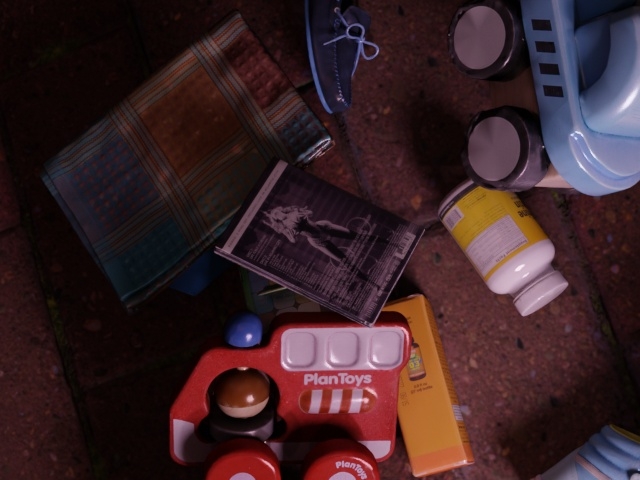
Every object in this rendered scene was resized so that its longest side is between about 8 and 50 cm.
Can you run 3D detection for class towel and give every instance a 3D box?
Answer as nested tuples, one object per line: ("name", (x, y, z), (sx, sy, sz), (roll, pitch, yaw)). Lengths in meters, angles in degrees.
("towel", (-0.191, -0.113, 1.936), (0.370, 0.040, 0.271), (-39, 66, 8))

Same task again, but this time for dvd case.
("dvd case", (0.000, 0.000, 1.796), (0.221, 0.018, 0.164), (26, 57, 7))

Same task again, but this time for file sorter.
("file sorter", (-0.164, -0.022, 1.987), (0.170, 0.118, 0.104), (-41, 69, 8))

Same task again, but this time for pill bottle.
("pill bottle", (0.242, 0.004, 1.864), (0.103, 0.103, 0.184), (-37, 74, 9))

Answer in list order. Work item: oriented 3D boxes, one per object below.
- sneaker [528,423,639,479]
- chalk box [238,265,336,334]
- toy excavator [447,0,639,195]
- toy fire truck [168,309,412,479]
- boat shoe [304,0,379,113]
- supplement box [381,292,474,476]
("sneaker", (0.421, 0.363, 1.750), (0.208, 0.127, 0.319), (-46, 73, 8))
("chalk box", (-0.024, 0.062, 1.879), (0.132, 0.213, 0.132), (-14, 77, 13))
("toy excavator", (0.389, -0.287, 1.710), (0.445, 0.222, 0.432), (-15, 79, 41))
("toy fire truck", (-0.042, 0.199, 1.814), (0.302, 0.169, 0.253), (1, 116, -4))
("boat shoe", (0.028, -0.308, 1.974), (0.089, 0.109, 0.258), (-7, 83, 13))
("supplement box", (0.135, 0.192, 1.886), (0.078, 0.080, 0.233), (-17, 80, 13))
